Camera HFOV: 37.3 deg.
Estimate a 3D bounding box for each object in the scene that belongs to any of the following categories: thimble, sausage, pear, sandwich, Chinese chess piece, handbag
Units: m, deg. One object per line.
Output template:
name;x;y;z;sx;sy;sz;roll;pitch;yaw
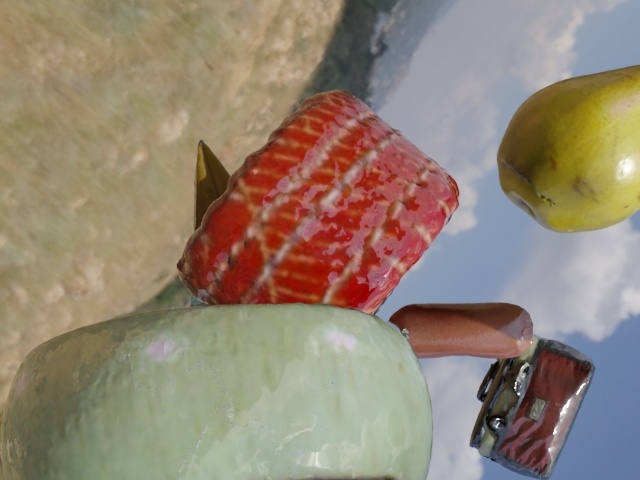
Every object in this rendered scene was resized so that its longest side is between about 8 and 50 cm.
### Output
thimble;0.000;0.000;1.177;0.350;0.230;0.350;-49;176;-5
sausage;0.187;0.121;1.273;0.077;0.194;0.077;-2;90;-75
pear;0.466;-0.171;1.635;0.336;0.285;0.285;-53;-176;-19
sandwich;-0.181;-0.025;1.387;0.144;0.187;0.117;-32;165;-22
Chinese chess piece;-0.081;0.164;0.782;0.349;0.349;0.146;135;-46;-60
handbag;0.382;0.300;1.750;0.254;0.181;0.181;-68;164;2
